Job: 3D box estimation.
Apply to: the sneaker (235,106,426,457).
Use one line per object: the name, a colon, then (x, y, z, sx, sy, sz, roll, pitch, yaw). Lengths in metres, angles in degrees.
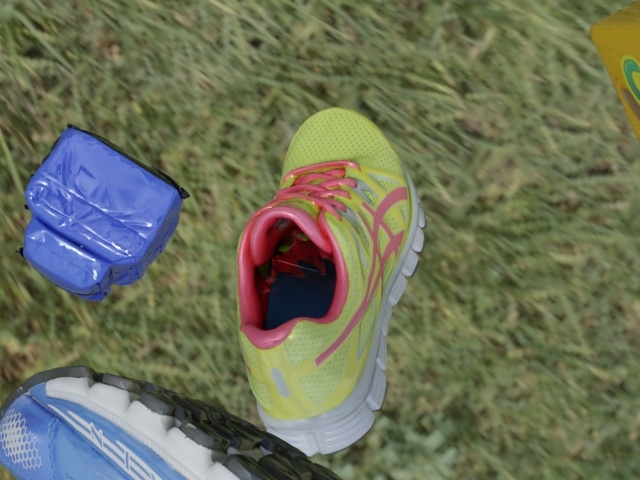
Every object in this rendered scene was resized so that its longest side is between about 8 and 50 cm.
sneaker: (0.000, 0.000, 0.932, 0.081, 0.208, 0.094, -12, 136, 18)

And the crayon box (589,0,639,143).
crayon box: (0.243, -0.024, 0.901, 0.083, 0.203, 0.323, -27, 101, -10)

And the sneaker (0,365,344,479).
sneaker: (-0.007, 0.175, 0.581, 0.147, 0.330, 0.130, -44, 160, 4)

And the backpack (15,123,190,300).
backpack: (-0.152, -0.014, 1.242, 0.098, 0.120, 0.101, 37, 83, 1)
